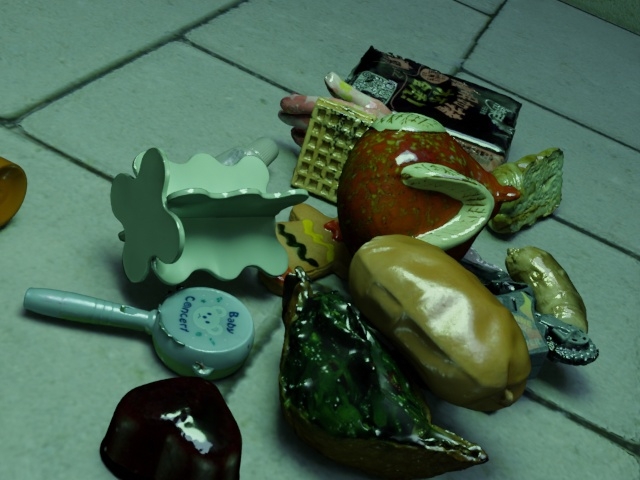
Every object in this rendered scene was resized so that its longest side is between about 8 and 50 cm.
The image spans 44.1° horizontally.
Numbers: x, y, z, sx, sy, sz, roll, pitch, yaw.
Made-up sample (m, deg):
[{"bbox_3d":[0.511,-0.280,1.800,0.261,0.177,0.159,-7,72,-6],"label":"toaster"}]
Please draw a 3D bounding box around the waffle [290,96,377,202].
[{"bbox_3d":[0.019,-0.139,1.232,0.103,0.148,0.042,23,25,6],"label":"waffle"}]

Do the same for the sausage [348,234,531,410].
[{"bbox_3d":[0.132,0.089,0.875,0.136,0.120,0.241,-14,49,-45],"label":"sausage"}]

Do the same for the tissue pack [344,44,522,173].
[{"bbox_3d":[0.198,-0.228,1.476,0.333,0.123,0.245,22,40,7],"label":"tissue pack"}]

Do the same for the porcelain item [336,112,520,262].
[{"bbox_3d":[0.150,-0.054,1.059,0.253,0.252,0.253,14,35,-10],"label":"porcelain item"}]

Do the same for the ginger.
[{"bbox_3d":[0.338,0.082,1.161,0.095,0.069,0.190,-1,50,-34],"label":"ginger"}]

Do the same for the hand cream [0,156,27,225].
[{"bbox_3d":[-0.518,-0.112,0.973,0.314,0.089,0.140,27,34,15],"label":"hand cream"}]

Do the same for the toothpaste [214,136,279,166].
[{"bbox_3d":[-0.145,-0.072,1.142,0.099,0.068,0.282,2,34,32],"label":"toothpaste"}]

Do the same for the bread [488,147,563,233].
[{"bbox_3d":[0.350,-0.091,1.364,0.088,0.128,0.232,24,30,33],"label":"bread"}]

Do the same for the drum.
[{"bbox_3d":[-0.197,0.079,0.912,0.253,0.049,0.130,21,35,3],"label":"drum"}]

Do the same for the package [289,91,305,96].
[{"bbox_3d":[-0.023,-0.246,1.460,0.083,0.029,0.059,34,28,0],"label":"package"}]

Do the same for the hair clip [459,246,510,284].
[{"bbox_3d":[0.200,0.030,1.194,0.146,0.056,0.187,-20,43,-42],"label":"hair clip"}]

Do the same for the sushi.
[{"bbox_3d":[0.032,0.159,0.844,0.149,0.140,0.287,-5,42,-44],"label":"sushi"}]

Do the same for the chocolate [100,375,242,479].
[{"bbox_3d":[-0.127,0.188,0.777,0.149,0.080,0.125,29,36,13],"label":"chocolate"}]

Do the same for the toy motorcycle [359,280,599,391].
[{"bbox_3d":[0.211,0.122,1.030,0.307,0.108,0.173,-1,32,-28],"label":"toy motorcycle"}]

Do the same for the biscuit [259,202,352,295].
[{"bbox_3d":[0.000,-0.001,1.136,0.250,0.036,0.165,-11,47,-37],"label":"biscuit"}]

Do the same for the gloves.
[{"bbox_3d":[0.047,-0.176,1.294,0.241,0.145,0.126,18,22,-29],"label":"gloves"}]

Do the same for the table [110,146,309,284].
[{"bbox_3d":[-0.128,-0.030,0.962,0.198,0.166,0.166,-3,41,-41],"label":"table"}]
